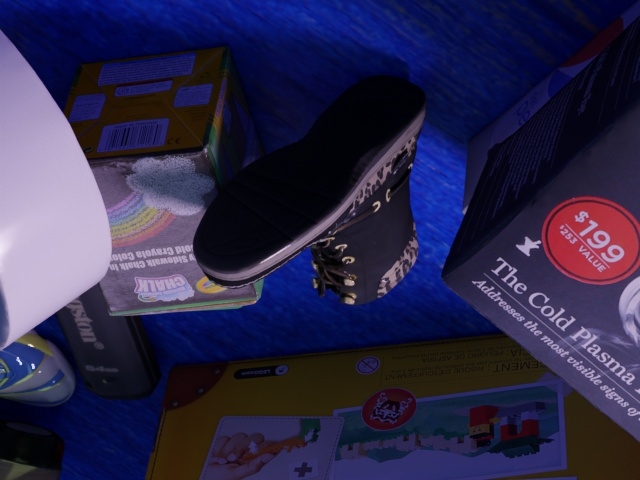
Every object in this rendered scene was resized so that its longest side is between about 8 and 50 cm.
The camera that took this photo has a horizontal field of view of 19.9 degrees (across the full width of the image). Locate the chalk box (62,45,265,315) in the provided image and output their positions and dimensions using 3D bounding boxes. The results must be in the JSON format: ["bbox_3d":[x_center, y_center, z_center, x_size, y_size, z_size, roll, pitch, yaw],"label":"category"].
[{"bbox_3d":[-0.115,-0.029,1.461,0.132,0.132,0.213,-5,133,12],"label":"chalk box"}]

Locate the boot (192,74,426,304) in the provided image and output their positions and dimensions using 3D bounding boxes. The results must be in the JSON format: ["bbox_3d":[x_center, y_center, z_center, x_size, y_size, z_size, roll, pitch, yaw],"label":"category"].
[{"bbox_3d":[0.002,0.000,1.420,0.085,0.236,0.178,29,146,28],"label":"boot"}]

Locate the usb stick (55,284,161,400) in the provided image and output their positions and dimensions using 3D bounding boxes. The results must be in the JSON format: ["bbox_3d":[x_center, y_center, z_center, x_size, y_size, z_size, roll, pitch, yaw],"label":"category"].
[{"bbox_3d":[-0.207,0.037,1.593,0.077,0.045,0.278,-5,132,12],"label":"usb stick"}]

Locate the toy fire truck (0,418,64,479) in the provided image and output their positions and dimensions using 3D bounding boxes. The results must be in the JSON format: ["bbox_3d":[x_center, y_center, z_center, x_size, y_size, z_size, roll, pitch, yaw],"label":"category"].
[{"bbox_3d":[-0.365,0.222,1.747,0.217,0.246,0.158,14,92,-9],"label":"toy fire truck"}]

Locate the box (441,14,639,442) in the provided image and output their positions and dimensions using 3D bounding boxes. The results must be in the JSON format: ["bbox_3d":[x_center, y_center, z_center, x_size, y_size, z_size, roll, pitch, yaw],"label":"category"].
[{"bbox_3d":[0.318,-0.003,1.225,0.343,0.179,0.312,38,126,-8],"label":"box"}]

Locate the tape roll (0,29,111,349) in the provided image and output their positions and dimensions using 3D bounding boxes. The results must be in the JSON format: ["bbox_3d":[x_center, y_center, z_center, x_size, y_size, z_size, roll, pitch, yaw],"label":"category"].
[{"bbox_3d":[-0.283,-0.058,1.375,0.286,0.100,0.286,38,150,27],"label":"tape roll"}]

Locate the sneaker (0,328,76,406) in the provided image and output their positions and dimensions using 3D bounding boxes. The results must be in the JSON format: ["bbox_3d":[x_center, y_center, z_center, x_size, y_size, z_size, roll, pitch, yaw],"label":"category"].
[{"bbox_3d":[-0.340,0.118,1.634,0.240,0.126,0.091,25,132,-14],"label":"sneaker"}]

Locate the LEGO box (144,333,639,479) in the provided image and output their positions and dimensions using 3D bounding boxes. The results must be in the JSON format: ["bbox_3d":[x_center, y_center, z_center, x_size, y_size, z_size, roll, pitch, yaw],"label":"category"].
[{"bbox_3d":[0.097,0.279,1.550,0.500,0.372,0.193,-6,132,15],"label":"LEGO box"}]

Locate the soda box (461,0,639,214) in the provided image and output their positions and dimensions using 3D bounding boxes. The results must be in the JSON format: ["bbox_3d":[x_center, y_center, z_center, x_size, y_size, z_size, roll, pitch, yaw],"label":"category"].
[{"bbox_3d":[0.235,-0.100,1.366,0.098,0.091,0.286,34,129,-20],"label":"soda box"}]
